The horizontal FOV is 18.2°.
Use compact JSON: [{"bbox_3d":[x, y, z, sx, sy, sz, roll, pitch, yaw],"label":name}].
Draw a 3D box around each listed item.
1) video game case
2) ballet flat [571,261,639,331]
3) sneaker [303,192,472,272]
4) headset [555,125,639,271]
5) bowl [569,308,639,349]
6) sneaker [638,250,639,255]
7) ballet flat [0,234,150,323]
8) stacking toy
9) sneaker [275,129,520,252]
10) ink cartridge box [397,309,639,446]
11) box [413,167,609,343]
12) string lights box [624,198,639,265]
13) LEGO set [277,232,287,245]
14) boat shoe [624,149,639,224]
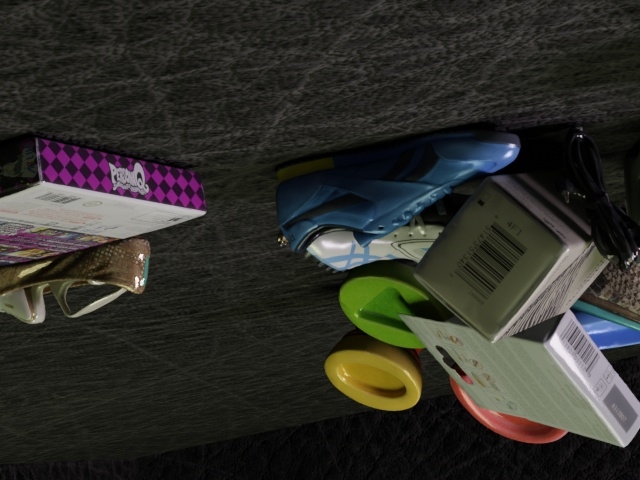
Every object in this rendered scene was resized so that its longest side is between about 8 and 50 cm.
[{"bbox_3d":[-0.236,-0.025,1.551,0.210,0.042,0.232,-14,169,26],"label":"video game case"},{"bbox_3d":[0.420,0.071,2.163,0.483,0.182,0.164,31,-176,11],"label":"ballet flat"},{"bbox_3d":[0.060,-0.021,1.769,0.237,0.085,0.086,0,146,-47],"label":"sneaker"},{"bbox_3d":[0.361,-0.095,1.556,0.243,0.185,0.394,-4,155,-49],"label":"headset"},{"bbox_3d":[0.435,0.086,2.730,0.391,0.077,0.391,-9,170,-2],"label":"bowl"},{"bbox_3d":[0.365,0.038,1.804,0.097,0.135,0.276,-28,169,16],"label":"sneaker"},{"bbox_3d":[-0.252,0.041,1.850,0.206,0.067,0.073,-13,171,22],"label":"ballet flat"},{"bbox_3d":[0.164,0.093,2.314,0.309,0.130,0.279,14,145,15],"label":"stacking toy"},{"bbox_3d":[0.066,-0.039,1.647,0.209,0.082,0.069,-12,168,9],"label":"sneaker"},{"bbox_3d":[0.220,0.132,2.188,0.232,0.066,0.189,16,153,52],"label":"ink cartridge box"},{"bbox_3d":[0.181,0.008,1.740,0.113,0.094,0.275,-53,166,16],"label":"box"},{"bbox_3d":[0.458,-0.035,2.042,0.260,0.077,0.133,-7,171,-11],"label":"string lights box"},{"bbox_3d":[-0.001,0.001,1.976,0.083,0.023,0.054,-11,170,9],"label":"LEGO set"},{"bbox_3d":[0.326,-0.052,1.807,0.081,0.079,0.227,-4,167,-2],"label":"boat shoe"}]
